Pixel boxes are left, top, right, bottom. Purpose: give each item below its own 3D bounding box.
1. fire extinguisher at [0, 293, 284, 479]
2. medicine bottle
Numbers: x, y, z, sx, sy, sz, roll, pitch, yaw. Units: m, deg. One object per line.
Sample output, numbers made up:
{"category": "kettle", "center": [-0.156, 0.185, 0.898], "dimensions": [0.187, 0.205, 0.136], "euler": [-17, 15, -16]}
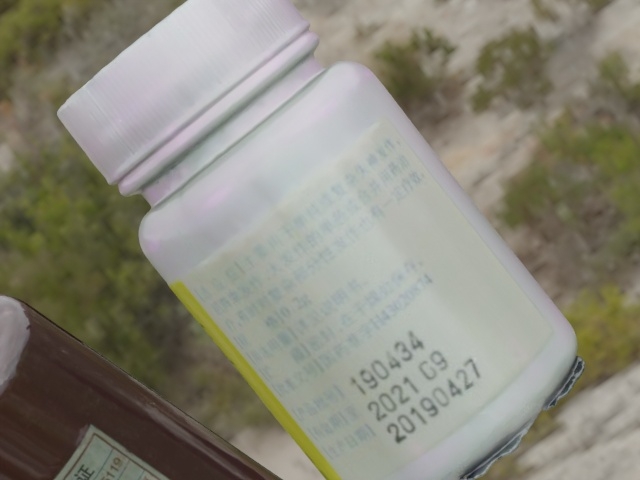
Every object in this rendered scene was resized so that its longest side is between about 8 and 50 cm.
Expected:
{"category": "fire extinguisher", "center": [-0.094, 0.082, 0.614], "dimensions": [0.099, 0.231, 0.071], "euler": [-41, 27, 26]}
{"category": "medicine bottle", "center": [0.000, 0.000, 1.300], "dimensions": [0.213, 0.379, 0.213], "euler": [-38, 5, 4]}
